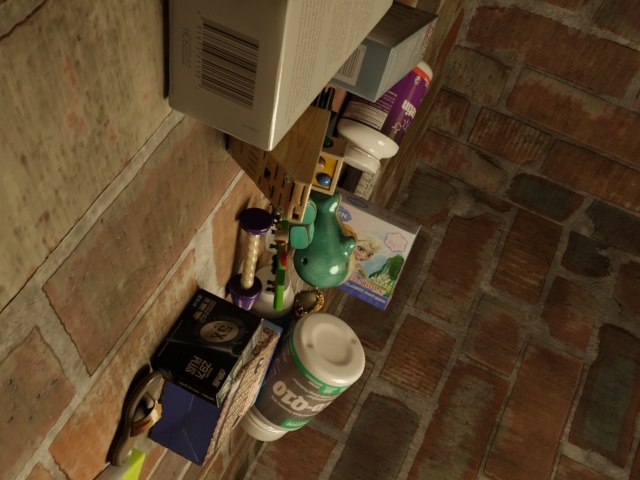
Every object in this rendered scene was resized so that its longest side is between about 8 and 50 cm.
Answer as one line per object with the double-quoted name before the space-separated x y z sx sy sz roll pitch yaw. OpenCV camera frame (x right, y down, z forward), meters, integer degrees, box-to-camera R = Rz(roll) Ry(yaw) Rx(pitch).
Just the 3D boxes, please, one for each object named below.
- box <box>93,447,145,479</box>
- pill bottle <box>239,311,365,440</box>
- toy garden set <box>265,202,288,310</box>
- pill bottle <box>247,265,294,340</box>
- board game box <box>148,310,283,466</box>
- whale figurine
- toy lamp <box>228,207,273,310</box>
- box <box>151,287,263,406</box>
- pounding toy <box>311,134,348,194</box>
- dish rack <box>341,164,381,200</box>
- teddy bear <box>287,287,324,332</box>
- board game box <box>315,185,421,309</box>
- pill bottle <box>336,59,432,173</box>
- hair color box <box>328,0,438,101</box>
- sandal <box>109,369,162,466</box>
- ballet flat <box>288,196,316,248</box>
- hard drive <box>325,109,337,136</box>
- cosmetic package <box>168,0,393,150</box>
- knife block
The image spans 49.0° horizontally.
"box" -0.412 0.491 1.357 0.109 0.042 0.178 -69 169 20
"pill bottle" -0.065 0.358 1.795 0.361 0.204 0.204 -49 -178 37
"toy garden set" -0.098 0.000 1.575 0.204 0.049 0.244 99 -6 -54
"pill bottle" -0.132 0.165 1.789 0.124 0.124 0.221 -57 168 -38
"board game box" -0.232 0.318 1.593 0.232 0.141 0.291 -69 169 23
"whale figurine" 0.000 0.000 1.950 0.141 0.216 0.272 -10 104 -49
"toy lamp" -0.156 0.050 1.532 0.080 0.080 0.275 -55 164 -46
"box" -0.218 0.208 1.377 0.180 0.147 0.077 -58 169 -30
"pounding toy" -0.014 -0.185 1.592 0.100 0.130 0.141 -72 179 -49
"dish rack" 0.111 -0.158 2.431 0.286 0.072 0.333 -65 170 4
"teddy bear" -0.078 0.257 2.006 0.338 0.113 0.245 -53 -160 41
"board game box" 0.103 0.019 2.106 0.066 0.318 0.318 -53 164 -48
"pill bottle" 0.162 -0.351 1.900 0.323 0.181 0.181 -65 170 -1
"hair color box" 0.096 -0.405 1.412 0.374 0.185 0.114 -50 162 -56
"sandal" -0.338 0.342 1.329 0.219 0.060 0.090 -67 170 12
"ballet flat" -0.053 -0.069 1.818 0.247 0.083 0.087 96 -3 -62
"hard drive" 0.004 -0.252 1.778 0.094 0.022 0.135 -54 165 -49
"cosmetic package" -0.023 -0.358 0.971 0.453 0.161 0.230 -56 167 -41
"knife block" -0.025 -0.176 1.219 0.242 0.276 0.088 -21 144 -32
